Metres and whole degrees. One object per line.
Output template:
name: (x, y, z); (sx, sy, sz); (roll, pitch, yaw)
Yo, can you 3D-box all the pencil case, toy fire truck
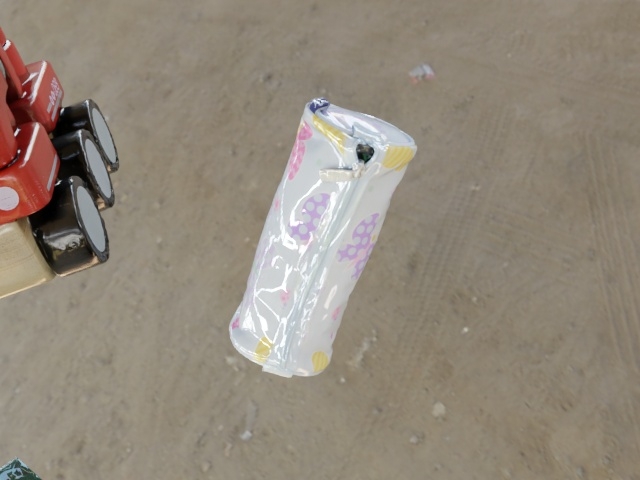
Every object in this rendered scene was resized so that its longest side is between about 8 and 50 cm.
pencil case: (0.000, 0.000, 0.954); (0.273, 0.113, 0.124); (-68, 25, 20)
toy fire truck: (-0.212, -0.111, 0.599); (0.158, 0.246, 0.217); (-19, 29, 2)

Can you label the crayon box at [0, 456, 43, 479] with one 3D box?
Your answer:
crayon box: (-0.435, 0.428, 1.144); (0.081, 0.318, 0.202); (35, 36, 18)
